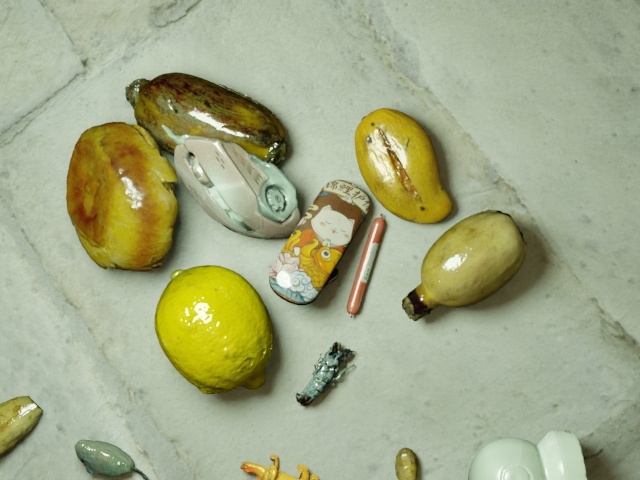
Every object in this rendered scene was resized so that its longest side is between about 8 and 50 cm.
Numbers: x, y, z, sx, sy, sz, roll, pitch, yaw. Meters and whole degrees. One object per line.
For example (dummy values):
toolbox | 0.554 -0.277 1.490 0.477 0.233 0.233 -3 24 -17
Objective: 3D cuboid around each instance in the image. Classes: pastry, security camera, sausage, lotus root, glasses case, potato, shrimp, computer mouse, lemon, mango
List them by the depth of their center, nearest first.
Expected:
security camera | 0.428 0.499 1.546 0.237 0.194 0.194 -6 84 6
lotus root | 0.306 0.064 1.609 0.310 0.183 0.182 -38 81 5
computer mouse | -0.200 -0.115 1.627 0.389 0.114 0.200 40 135 -25
lemon | -0.229 0.197 1.627 0.245 0.245 0.319 -34 91 2
potato | 0.192 0.505 1.647 0.051 0.040 0.083 -1 82 16
glasses case | 0.000 0.000 1.664 0.122 0.082 0.321 29 67 7
pastry | -0.452 -0.095 1.673 0.356 0.164 0.355 13 108 46
shrimp | 0.013 0.311 1.674 0.082 0.076 0.174 37 90 -13
mango | 0.185 -0.165 1.675 0.177 0.120 0.294 -29 82 5
sausage | 0.105 0.057 1.705 0.034 0.034 0.253 17 88 8
lotus root | -0.266 -0.269 1.707 0.398 0.179 0.195 26 103 6
lotus root | -0.776 0.457 1.740 0.258 0.097 0.110 -39 78 -2

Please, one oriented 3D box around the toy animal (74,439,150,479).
toy animal | -0.459 0.538 1.716 0.253 0.070 0.079 36 125 -3

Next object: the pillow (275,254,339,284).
pillow | -0.030 0.062 1.713 0.135 0.055 0.091 45 109 11

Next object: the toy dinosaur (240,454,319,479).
toy dinosaur | -0.052 0.569 1.658 0.289 0.070 0.117 17 97 12
